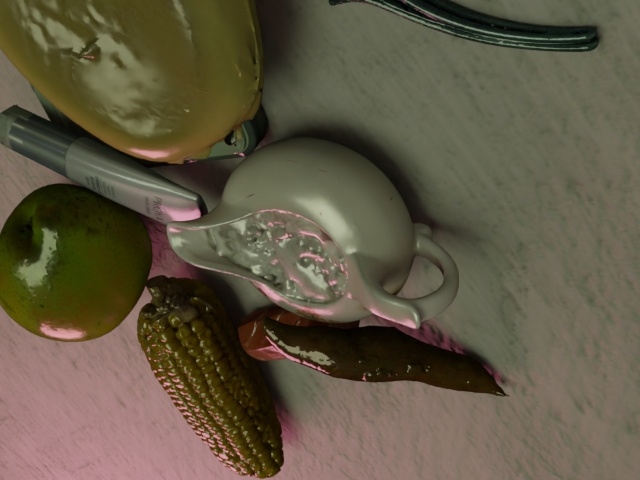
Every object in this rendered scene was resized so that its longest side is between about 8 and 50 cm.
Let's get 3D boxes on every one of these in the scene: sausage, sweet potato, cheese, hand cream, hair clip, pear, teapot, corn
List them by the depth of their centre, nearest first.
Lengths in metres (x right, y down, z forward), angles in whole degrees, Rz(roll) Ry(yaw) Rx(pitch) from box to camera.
[{"bbox_3d":[0.117,-0.193,0.797,0.230,0.039,0.070,22,134,10],"label":"hair clip"},{"bbox_3d":[-0.175,-0.205,0.839,0.260,0.128,0.315,-15,119,36],"label":"cheese"},{"bbox_3d":[0.000,0.000,0.949,0.298,0.139,0.204,11,127,26],"label":"teapot"},{"bbox_3d":[0.070,0.124,1.016,0.274,0.067,0.067,12,135,-7],"label":"sweet potato"},{"bbox_3d":[-0.233,-0.075,1.036,0.255,0.048,0.079,26,154,11],"label":"hand cream"},{"bbox_3d":[-0.035,0.101,1.103,0.169,0.065,0.065,-19,112,42],"label":"sausage"},{"bbox_3d":[-0.291,0.021,1.107,0.188,0.187,0.219,30,164,9],"label":"pear"},{"bbox_3d":[-0.133,0.173,1.187,0.119,0.119,0.321,-4,122,35],"label":"corn"}]

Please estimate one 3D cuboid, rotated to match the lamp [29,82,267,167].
[{"bbox_3d":[-0.208,-0.196,0.990,0.269,0.047,0.266,-3,124,34],"label":"lamp"}]
